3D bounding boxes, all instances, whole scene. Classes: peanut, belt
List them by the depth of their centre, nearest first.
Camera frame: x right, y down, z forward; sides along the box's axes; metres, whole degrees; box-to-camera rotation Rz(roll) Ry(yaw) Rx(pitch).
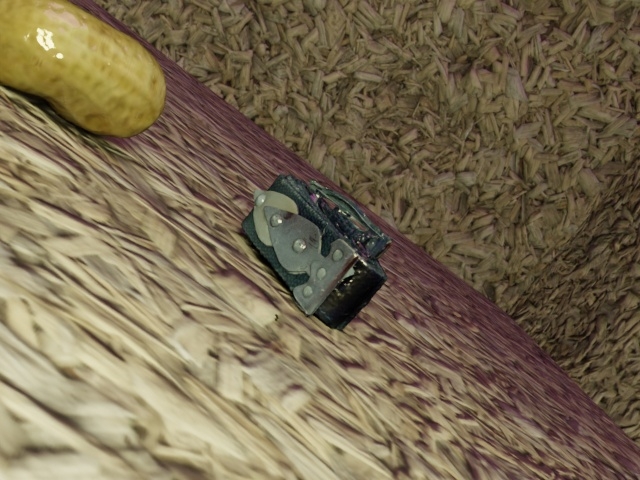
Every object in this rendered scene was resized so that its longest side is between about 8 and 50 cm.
[{"bbox_3d":[-0.291,-0.202,0.895,0.137,0.122,0.253,-5,-20,35],"label":"peanut"},{"bbox_3d":[-0.001,0.000,0.985,0.122,0.128,0.218,30,12,-49],"label":"belt"}]
